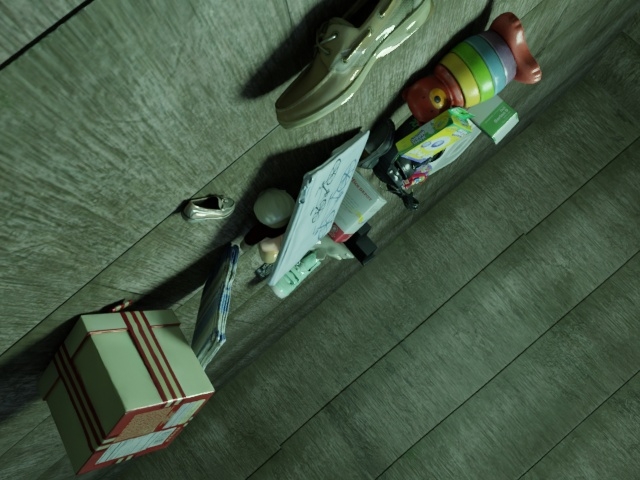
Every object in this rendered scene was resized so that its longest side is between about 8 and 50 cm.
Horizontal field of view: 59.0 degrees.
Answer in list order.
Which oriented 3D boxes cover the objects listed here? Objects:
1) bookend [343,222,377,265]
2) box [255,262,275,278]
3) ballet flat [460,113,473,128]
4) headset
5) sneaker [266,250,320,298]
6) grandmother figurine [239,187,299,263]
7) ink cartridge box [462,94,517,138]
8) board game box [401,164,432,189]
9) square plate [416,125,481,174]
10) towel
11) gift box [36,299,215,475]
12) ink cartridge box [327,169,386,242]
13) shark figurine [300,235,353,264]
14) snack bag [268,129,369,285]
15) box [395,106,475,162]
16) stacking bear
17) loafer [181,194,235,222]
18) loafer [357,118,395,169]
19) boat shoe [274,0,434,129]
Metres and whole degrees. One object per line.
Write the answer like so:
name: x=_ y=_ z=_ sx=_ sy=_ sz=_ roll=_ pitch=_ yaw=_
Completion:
bookend: x=0.158 y=-0.010 z=2.133 sx=0.072 sy=0.156 sz=0.157 roll=-35 pitch=166 yaw=-26
box: x=-0.168 y=0.088 z=1.788 sx=0.067 sy=0.018 sz=0.083 roll=-40 pitch=168 yaw=-5
ballet flat: x=0.477 y=-0.402 z=1.879 sx=0.091 sy=0.077 sz=0.241 roll=-11 pitch=167 yaw=10
headset: x=0.262 y=-0.226 z=1.597 sx=0.243 sy=0.185 sz=0.394 roll=-36 pitch=168 yaw=-21
sneaker: x=-0.082 y=0.093 z=1.865 sx=0.151 sy=0.094 sz=0.256 roll=-40 pitch=-177 yaw=20
grandmother figurine: x=-0.100 y=-0.040 z=1.351 sx=0.208 sy=0.104 sz=0.342 roll=-48 pitch=172 yaw=-10
ink cartridge box: x=0.424 y=-0.370 z=1.524 sx=0.093 sy=0.212 sz=0.154 roll=-48 pitch=166 yaw=17
board game box: x=0.359 y=-0.227 z=2.166 sx=0.169 sy=0.033 sz=0.133 roll=-28 pitch=160 yaw=8
square plate: x=0.531 y=-0.384 z=2.219 sx=0.344 sy=0.049 sz=0.347 roll=-30 pitch=164 yaw=-42
towel: x=-0.253 y=0.166 z=1.333 sx=0.209 sy=0.034 sz=0.285 roll=-52 pitch=-154 yaw=41
gift box: x=-0.404 y=0.296 z=1.193 sx=0.255 sy=0.258 sz=0.276 roll=-47 pitch=154 yaw=20
ink cartridge box: x=0.078 y=-0.100 z=1.612 sx=0.176 sy=0.128 sz=0.127 roll=-44 pitch=168 yaw=14
shark figurine: x=-0.027 y=-0.008 z=1.778 sx=0.278 sy=0.166 sz=0.116 roll=4 pitch=110 yaw=-50
snack bag: x=-0.009 y=-0.078 z=1.323 sx=0.342 sy=0.037 sz=0.323 roll=-46 pitch=163 yaw=-53
box: x=0.285 y=-0.255 z=1.371 sx=0.179 sy=0.043 sz=0.105 roll=-33 pitch=157 yaw=34
stacking bear: x=0.340 y=-0.386 z=1.352 sx=0.289 sy=0.175 sz=0.164 roll=-32 pitch=-160 yaw=3
loafer: x=-0.203 y=-0.064 z=1.062 sx=0.125 sy=0.045 sz=0.039 roll=-22 pitch=151 yaw=-51
loafer: x=0.134 y=-0.242 z=1.446 sx=0.061 sy=0.062 sz=0.170 roll=-6 pitch=147 yaw=-31
boat shoe: x=0.034 y=-0.297 z=0.863 sx=0.302 sy=0.109 sz=0.098 roll=-41 pitch=129 yaw=4
